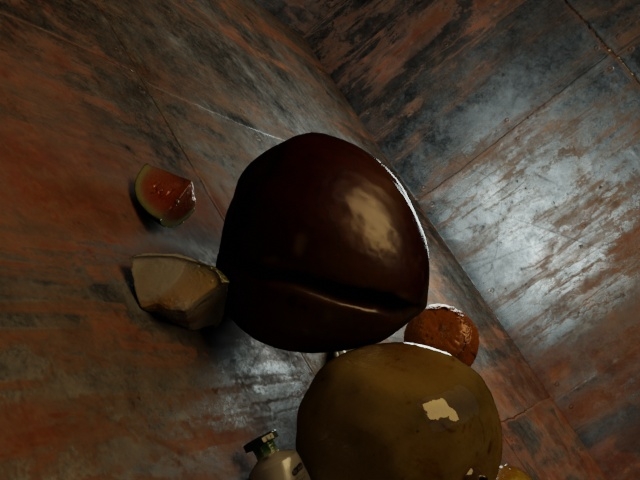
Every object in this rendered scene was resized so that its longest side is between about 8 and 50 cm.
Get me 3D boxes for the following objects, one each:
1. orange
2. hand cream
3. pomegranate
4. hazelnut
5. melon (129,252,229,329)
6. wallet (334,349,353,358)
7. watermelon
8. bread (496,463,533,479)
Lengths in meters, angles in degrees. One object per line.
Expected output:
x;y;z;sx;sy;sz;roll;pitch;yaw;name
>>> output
0.308;0.260;2.168;0.193;0.193;0.161;61;4;27;orange
-0.008;0.427;1.194;0.336;0.076;0.121;61;20;7;hand cream
0.126;0.314;1.321;0.332;0.332;0.332;46;17;-19;pomegranate
0.000;0.000;1.483;0.402;0.402;0.429;52;-3;-1;hazelnut
-0.196;0.084;1.316;0.202;0.139;0.093;41;42;-42;melon
0.129;0.335;1.729;0.335;0.068;0.275;50;14;-11;wallet
-0.261;-0.072;1.490;0.125;0.094;0.135;53;19;-28;watermelon
0.370;0.593;1.605;0.337;0.204;0.358;60;16;10;bread
